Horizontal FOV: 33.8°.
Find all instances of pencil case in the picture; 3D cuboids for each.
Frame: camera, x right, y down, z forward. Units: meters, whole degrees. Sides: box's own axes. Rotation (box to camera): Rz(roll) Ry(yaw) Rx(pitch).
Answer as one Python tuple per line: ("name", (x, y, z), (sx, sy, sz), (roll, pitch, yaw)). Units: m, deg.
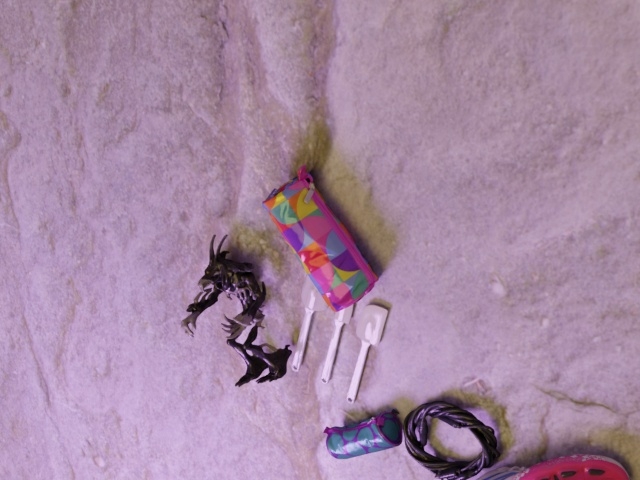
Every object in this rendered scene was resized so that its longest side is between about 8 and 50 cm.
("pencil case", (0.077, 0.348, 1.882), (0.152, 0.064, 0.070), (-27, 113, 43))
("pencil case", (0.000, 0.000, 1.721), (0.104, 0.104, 0.236), (-29, 96, 44))

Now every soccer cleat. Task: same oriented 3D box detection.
("soccer cleat", (0.330, 0.401, 1.694), (0.331, 0.143, 0.116), (-25, 104, 20))

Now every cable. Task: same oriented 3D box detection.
("cable", (0.222, 0.335, 1.783), (0.150, 0.047, 0.184), (55, 137, 6))

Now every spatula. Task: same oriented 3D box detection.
("spatula", (0.024, 0.171, 1.857), (0.168, 0.019, 0.242), (27, 130, 17))

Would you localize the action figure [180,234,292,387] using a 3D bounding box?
("action figure", (-0.159, 0.133, 1.891), (0.164, 0.141, 0.275), (-6, 112, 52))
